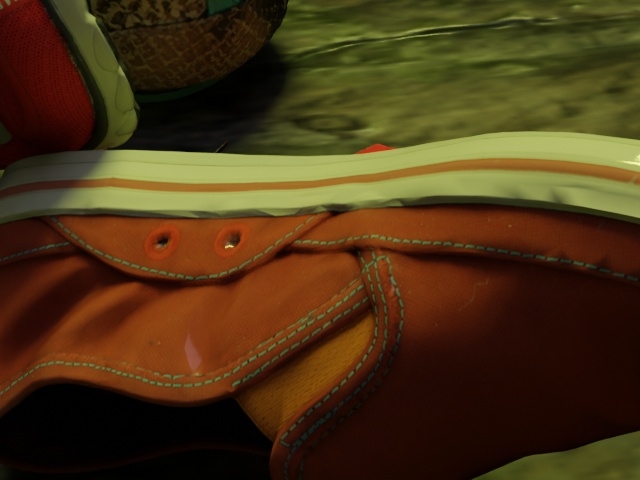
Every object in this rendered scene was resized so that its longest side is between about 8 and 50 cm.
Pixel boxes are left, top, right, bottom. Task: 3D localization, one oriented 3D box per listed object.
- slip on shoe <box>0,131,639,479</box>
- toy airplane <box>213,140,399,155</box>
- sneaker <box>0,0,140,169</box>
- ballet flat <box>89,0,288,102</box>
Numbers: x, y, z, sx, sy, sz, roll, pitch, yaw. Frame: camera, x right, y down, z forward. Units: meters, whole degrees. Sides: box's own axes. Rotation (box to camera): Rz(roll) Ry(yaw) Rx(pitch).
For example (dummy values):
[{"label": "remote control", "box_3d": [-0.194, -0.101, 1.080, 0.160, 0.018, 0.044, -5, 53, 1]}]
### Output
[{"label": "slip on shoe", "box_3d": [0.028, 0.032, 0.530, 0.331, 0.123, 0.101, 0, 71, 35]}, {"label": "toy airplane", "box_3d": [0.000, 0.000, 0.696, 0.151, 0.028, 0.151, -1, 37, 1]}, {"label": "sneaker", "box_3d": [-0.162, -0.046, 0.654, 0.118, 0.107, 0.279, -39, 18, -30]}, {"label": "ballet flat", "box_3d": [-0.181, -0.247, 0.871, 0.164, 0.182, 0.483, -29, 50, -26]}]
